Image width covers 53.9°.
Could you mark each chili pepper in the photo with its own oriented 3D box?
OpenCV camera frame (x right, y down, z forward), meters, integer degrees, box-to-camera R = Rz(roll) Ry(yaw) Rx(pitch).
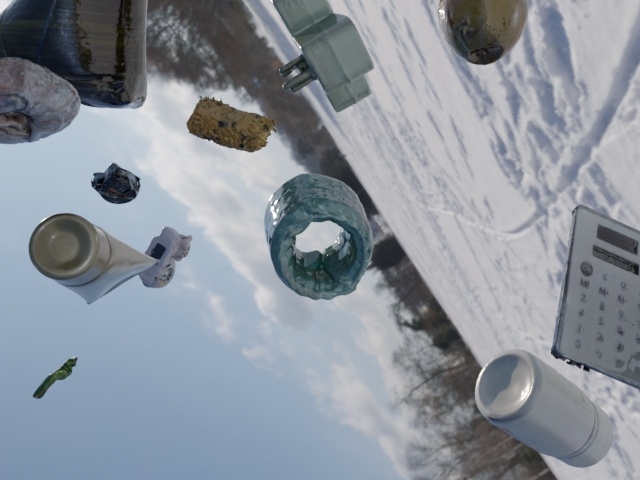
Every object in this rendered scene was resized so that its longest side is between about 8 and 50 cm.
[{"bbox_3d":[-0.404,0.208,0.961,0.022,0.083,0.027,33,157,32],"label":"chili pepper"}]

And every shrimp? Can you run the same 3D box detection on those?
[{"bbox_3d":[-0.450,-0.163,0.702,0.145,0.342,0.117,180,88,-70],"label":"shrimp"}]

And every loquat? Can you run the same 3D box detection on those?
[{"bbox_3d":[0.331,-0.477,1.287,0.179,0.179,0.228,36,-125,-70],"label":"loquat"}]

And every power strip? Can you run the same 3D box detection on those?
[{"bbox_3d":[-0.013,-0.320,1.073,0.230,0.141,0.261,57,-173,-28],"label":"power strip"}]

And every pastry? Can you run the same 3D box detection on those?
[{"bbox_3d":[-0.150,-0.191,1.058,0.140,0.080,0.056,23,166,10],"label":"pastry"}]

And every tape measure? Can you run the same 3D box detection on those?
[{"bbox_3d":[-0.448,-0.121,1.381,0.094,0.091,0.054,42,-150,-51],"label":"tape measure"}]

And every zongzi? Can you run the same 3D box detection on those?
[{"bbox_3d":[-0.547,-0.484,1.234,0.431,0.404,0.208,9,-166,2],"label":"zongzi"}]

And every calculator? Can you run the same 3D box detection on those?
[{"bbox_3d":[0.433,0.078,0.942,0.161,0.262,0.021,22,154,-7],"label":"calculator"}]

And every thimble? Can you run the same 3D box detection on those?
[{"bbox_3d":[0.000,0.000,1.189,0.143,0.198,0.235,-109,-5,-56],"label":"thimble"}]

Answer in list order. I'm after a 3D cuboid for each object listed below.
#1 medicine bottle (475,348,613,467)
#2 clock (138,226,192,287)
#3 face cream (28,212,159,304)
[{"bbox_3d":[0.405,0.306,1.128,0.252,0.144,0.144,34,-165,-25],"label":"medicine bottle"},{"bbox_3d":[-0.420,0.054,1.723,0.079,0.176,0.117,30,180,23],"label":"clock"},{"bbox_3d":[-0.318,0.038,0.907,0.084,0.137,0.341,55,169,6],"label":"face cream"}]
